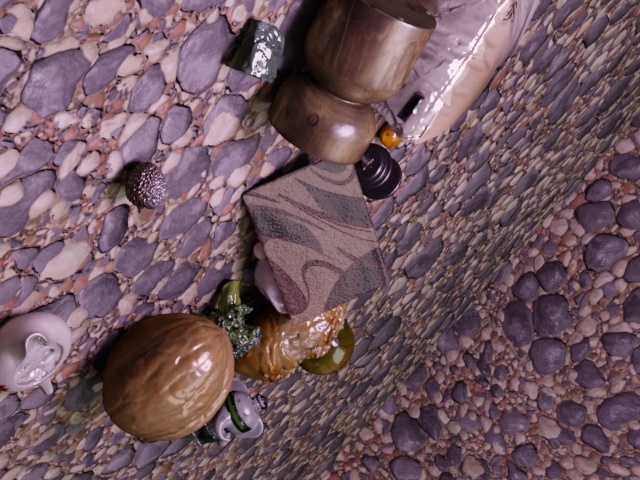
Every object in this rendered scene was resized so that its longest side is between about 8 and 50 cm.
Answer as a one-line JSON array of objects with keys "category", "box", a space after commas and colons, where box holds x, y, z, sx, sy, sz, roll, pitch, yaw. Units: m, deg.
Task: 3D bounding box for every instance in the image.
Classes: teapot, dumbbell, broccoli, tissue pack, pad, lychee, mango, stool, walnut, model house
[{"category": "teapot", "box": [-0.458, 0.177, 1.603, 0.145, 0.092, 0.226, -36, 156, -21]}, {"category": "dumbbell", "box": [0.111, -0.141, 2.103, 0.099, 0.099, 0.208, -48, 157, 2]}, {"category": "broccoli", "box": [-0.189, 0.158, 2.042, 0.167, 0.154, 0.160, 15, 76, -65]}, {"category": "tissue pack", "box": [0.245, -0.353, 1.895, 0.390, 0.195, 0.375, -55, 169, 19]}, {"category": "pad", "box": [0.000, 0.000, 1.960, 0.220, 0.004, 0.330, -24, 124, -5]}, {"category": "lychee", "box": [-0.267, -0.080, 1.554, 0.068, 0.067, 0.083, -6, 124, -50]}, {"category": "mango", "box": [0.156, -0.227, 2.117, 0.089, 0.046, 0.060, -44, 164, -45]}, {"category": "stool", "box": [0.049, -0.279, 1.651, 0.179, 0.179, 0.264, -14, 141, -54]}, {"category": "walnut", "box": [-0.277, 0.246, 1.877, 0.261, 0.225, 0.225, -38, 157, -5]}, {"category": "model house", "box": [-0.094, -0.288, 1.553, 0.078, 0.066, 0.083, 11, 102, -52]}]

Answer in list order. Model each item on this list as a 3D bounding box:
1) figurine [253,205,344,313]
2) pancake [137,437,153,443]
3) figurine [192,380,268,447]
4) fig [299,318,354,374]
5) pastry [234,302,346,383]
[{"category": "figurine", "box": [-0.040, 0.017, 2.037, 0.200, 0.133, 0.276, -4, 130, -51]}, {"category": "pancake", "box": [-0.333, 0.382, 2.270, 0.190, 0.020, 0.184, -20, 145, -51]}, {"category": "figurine", "box": [-0.214, 0.417, 2.414, 0.192, 0.147, 0.126, -29, 177, 3]}, {"category": "fig", "box": [0.041, 0.249, 2.576, 0.259, 0.151, 0.151, -15, 142, -59]}, {"category": "pastry", "box": [-0.057, 0.194, 2.200, 0.311, 0.162, 0.255, -42, -173, -4]}]
